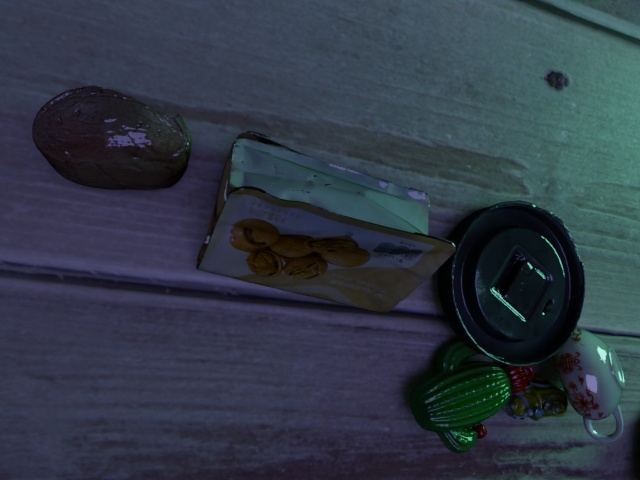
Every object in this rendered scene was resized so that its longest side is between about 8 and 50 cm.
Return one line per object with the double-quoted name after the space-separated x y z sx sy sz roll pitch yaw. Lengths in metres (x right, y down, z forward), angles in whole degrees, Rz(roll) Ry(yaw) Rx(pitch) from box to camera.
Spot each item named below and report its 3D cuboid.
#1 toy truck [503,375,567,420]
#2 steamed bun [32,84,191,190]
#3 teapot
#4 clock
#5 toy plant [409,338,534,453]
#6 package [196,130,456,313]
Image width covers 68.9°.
0.397 0.300 0.862 0.111 0.077 0.076 -2 97 -19 "toy truck"
-0.249 -0.126 0.577 0.175 0.145 0.106 5 79 -15 "steamed bun"
0.491 0.254 0.854 0.116 0.159 0.245 -18 86 25 "teapot"
0.331 0.072 0.806 0.281 0.055 0.280 1 86 -19 "clock"
0.261 0.249 0.812 0.240 0.088 0.154 -37 86 -24 "toy plant"
0.003 -0.029 0.683 0.312 0.221 0.164 15 52 -17 "package"
